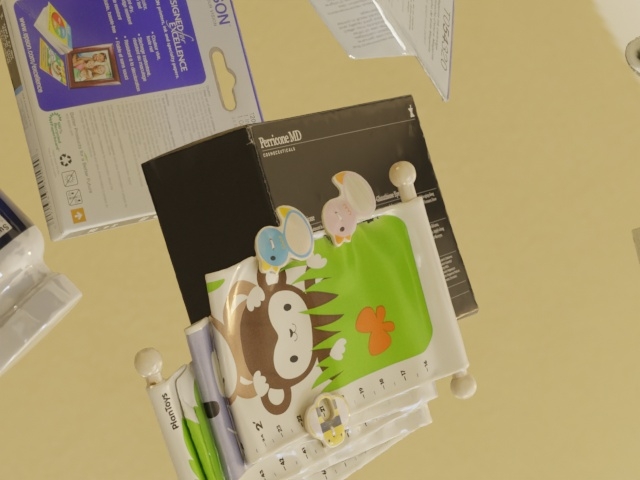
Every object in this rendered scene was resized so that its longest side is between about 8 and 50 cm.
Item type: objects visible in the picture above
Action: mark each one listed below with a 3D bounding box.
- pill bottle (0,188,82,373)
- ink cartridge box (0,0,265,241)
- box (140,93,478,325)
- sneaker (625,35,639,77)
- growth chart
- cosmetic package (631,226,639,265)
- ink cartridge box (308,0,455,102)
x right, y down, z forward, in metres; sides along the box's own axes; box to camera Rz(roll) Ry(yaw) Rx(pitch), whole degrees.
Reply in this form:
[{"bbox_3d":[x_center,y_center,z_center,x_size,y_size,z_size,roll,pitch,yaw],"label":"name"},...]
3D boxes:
[{"bbox_3d":[-0.369,0.002,1.819,0.264,0.153,0.153,47,-14,-2],"label":"pill bottle"},{"bbox_3d":[-0.156,-0.120,1.584,0.045,0.208,0.206,-19,-96,63],"label":"ink cartridge box"},{"bbox_3d":[0.000,0.000,1.373,0.103,0.261,0.184,-14,-89,30],"label":"box"},{"bbox_3d":[0.397,-0.163,1.687,0.235,0.090,0.095,-1,-6,31],"label":"sneaker"},{"bbox_3d":[-0.004,0.068,1.044,0.021,0.237,0.172,-3,-65,51],"label":"growth chart"},{"bbox_3d":[0.231,0.001,1.117,0.115,0.060,0.041,100,-25,-87],"label":"cosmetic package"},{"bbox_3d":[0.026,-0.331,1.601,0.071,0.324,0.330,-11,-38,22],"label":"ink cartridge box"}]
